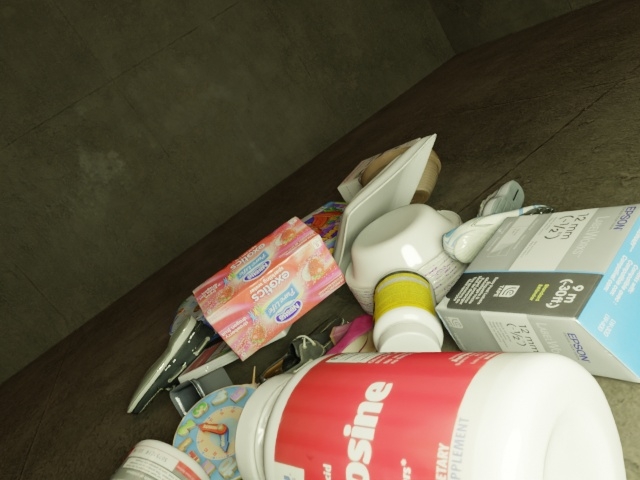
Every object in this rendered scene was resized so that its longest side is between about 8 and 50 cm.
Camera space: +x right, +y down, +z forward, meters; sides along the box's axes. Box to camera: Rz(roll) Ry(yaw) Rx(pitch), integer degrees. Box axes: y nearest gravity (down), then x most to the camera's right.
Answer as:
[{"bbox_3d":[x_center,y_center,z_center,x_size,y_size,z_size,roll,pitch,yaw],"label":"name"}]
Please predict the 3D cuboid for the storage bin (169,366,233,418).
[{"bbox_3d":[-0.258,0.345,1.141,0.091,0.098,0.135,-27,-8,-44],"label":"storage bin"}]

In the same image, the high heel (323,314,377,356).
[{"bbox_3d":[0.069,0.222,0.931,0.117,0.082,0.244,-18,17,18],"label":"high heel"}]

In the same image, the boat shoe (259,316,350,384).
[{"bbox_3d":[-0.025,0.232,1.049,0.233,0.079,0.084,-40,18,-27],"label":"boat shoe"}]

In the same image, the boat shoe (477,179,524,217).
[{"bbox_3d":[0.384,-0.055,1.109,0.076,0.083,0.226,-34,1,42],"label":"boat shoe"}]

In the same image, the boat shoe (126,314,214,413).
[{"bbox_3d":[-0.404,0.350,1.379,0.302,0.091,0.114,-54,20,-2],"label":"boat shoe"}]

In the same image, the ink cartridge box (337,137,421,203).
[{"bbox_3d":[0.222,-0.221,1.751,0.273,0.115,0.198,-16,25,45],"label":"ink cartridge box"}]

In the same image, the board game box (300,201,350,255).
[{"bbox_3d":[0.000,0.000,1.452,0.347,0.078,0.233,-34,27,-34],"label":"board game box"}]

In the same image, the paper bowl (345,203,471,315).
[{"bbox_3d":[0.182,0.027,1.110,0.284,0.148,0.284,-29,17,10],"label":"paper bowl"}]

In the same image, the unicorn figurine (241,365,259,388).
[{"bbox_3d":[-0.177,0.353,1.043,0.111,0.060,0.162,-19,35,14],"label":"unicorn figurine"}]

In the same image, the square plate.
[{"bbox_3d":[0.137,-0.068,1.269,0.344,0.049,0.347,-43,-20,-29],"label":"square plate"}]

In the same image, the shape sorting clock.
[{"bbox_3d":[-0.180,0.358,0.955,0.206,0.040,0.206,-13,40,11],"label":"shape sorting clock"}]

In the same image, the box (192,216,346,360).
[{"bbox_3d":[-0.114,0.105,1.158,0.300,0.154,0.142,-36,31,-9],"label":"box"}]

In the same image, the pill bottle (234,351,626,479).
[{"bbox_3d":[0.084,0.241,0.570,0.408,0.229,0.229,-15,25,47],"label":"pill bottle"}]

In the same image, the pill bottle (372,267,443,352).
[{"bbox_3d":[0.151,0.144,0.893,0.119,0.119,0.208,-28,17,17],"label":"pill bottle"}]

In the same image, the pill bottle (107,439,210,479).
[{"bbox_3d":[-0.302,0.467,0.769,0.161,0.161,0.283,-21,21,35],"label":"pill bottle"}]

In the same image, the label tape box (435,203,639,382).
[{"bbox_3d":[0.376,0.061,0.726,0.249,0.115,0.348,-43,18,-28],"label":"label tape box"}]

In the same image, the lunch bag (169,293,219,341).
[{"bbox_3d":[-0.316,0.216,1.559,0.303,0.115,0.243,-33,20,1],"label":"lunch bag"}]

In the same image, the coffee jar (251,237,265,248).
[{"bbox_3d":[-0.171,0.035,1.833,0.096,0.079,0.184,-40,17,-26],"label":"coffee jar"}]

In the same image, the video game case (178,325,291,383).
[{"bbox_3d":[-0.196,0.256,1.271,0.285,0.025,0.204,-27,4,9],"label":"video game case"}]

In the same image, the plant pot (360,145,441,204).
[{"bbox_3d":[0.243,-0.159,1.475,0.237,0.237,0.109,-26,62,25],"label":"plant pot"}]

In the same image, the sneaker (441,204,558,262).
[{"bbox_3d":[0.341,-0.022,0.965,0.237,0.085,0.086,-15,26,-11],"label":"sneaker"}]
